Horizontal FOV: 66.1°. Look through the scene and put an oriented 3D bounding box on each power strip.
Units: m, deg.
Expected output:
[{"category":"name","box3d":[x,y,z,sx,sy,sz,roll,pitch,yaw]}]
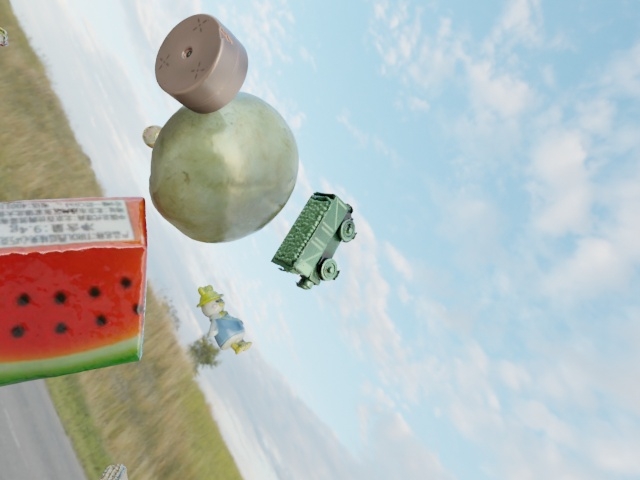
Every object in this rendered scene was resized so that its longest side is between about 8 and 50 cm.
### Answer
[{"category":"power strip","box3d":[-0.205,-0.298,0.839,0.154,0.154,0.078,52,13,28]}]

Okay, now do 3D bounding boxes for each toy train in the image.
[{"category":"toy train","box3d":[0.000,0.000,1.317,0.115,0.270,0.154,18,-18,48]}]

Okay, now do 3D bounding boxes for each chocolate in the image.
[{"category":"chocolate","box3d":[-0.508,0.101,0.932,0.161,0.359,0.342,49,-46,44]}]

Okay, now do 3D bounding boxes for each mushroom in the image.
[{"category":"mushroom","box3d":[-0.205,-0.154,1.062,0.260,0.352,0.352,47,-29,28]}]

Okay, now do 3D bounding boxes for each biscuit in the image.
[{"category":"biscuit","box3d":[-0.501,0.621,1.150,0.378,0.054,0.094,153,-68,-74]}]

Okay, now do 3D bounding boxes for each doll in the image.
[{"category":"doll","box3d":[-0.308,0.245,1.523,0.241,0.135,0.099,58,-35,10]}]

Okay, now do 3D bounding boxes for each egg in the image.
[{"category":"egg","box3d":[-0.536,-0.337,1.612,0.080,0.080,0.096,60,10,11]}]

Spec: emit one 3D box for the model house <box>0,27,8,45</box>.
[{"category":"model house","box3d":[-0.740,-0.380,0.949,0.160,0.196,0.254,-34,-132,28]}]
